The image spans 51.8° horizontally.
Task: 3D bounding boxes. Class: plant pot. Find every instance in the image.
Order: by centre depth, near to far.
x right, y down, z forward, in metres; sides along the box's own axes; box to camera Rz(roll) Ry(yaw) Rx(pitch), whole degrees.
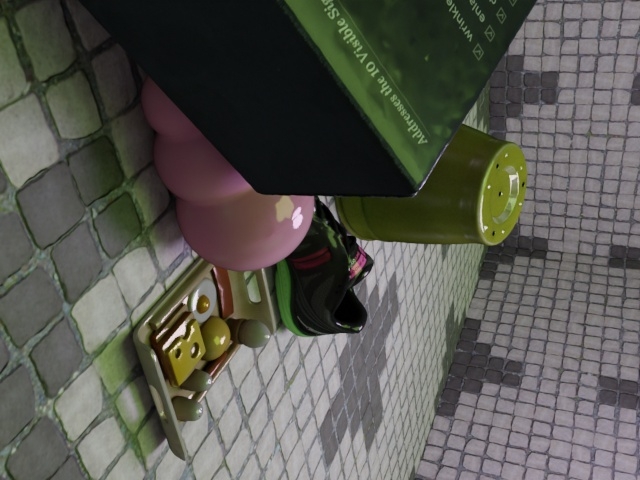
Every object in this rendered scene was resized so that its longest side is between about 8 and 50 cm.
[{"bbox_3d":[0.283,-0.139,1.579,0.366,0.352,0.367,-20,118,-44],"label":"plant pot"}]

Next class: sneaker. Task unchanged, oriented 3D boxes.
[{"bbox_3d":[0.000,0.000,1.257,0.483,0.202,0.185,75,30,-42],"label":"sneaker"}]

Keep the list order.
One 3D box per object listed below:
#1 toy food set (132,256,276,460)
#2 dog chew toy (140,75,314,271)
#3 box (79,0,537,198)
[{"bbox_3d":[-0.166,0.158,1.047,0.306,0.092,0.220,-55,145,-50],"label":"toy food set"},{"bbox_3d":[-0.138,-0.114,0.923,0.207,0.206,0.332,-63,142,-39],"label":"dog chew toy"},{"bbox_3d":[-0.004,-0.375,0.704,0.480,0.297,0.472,48,63,-31],"label":"box"}]
